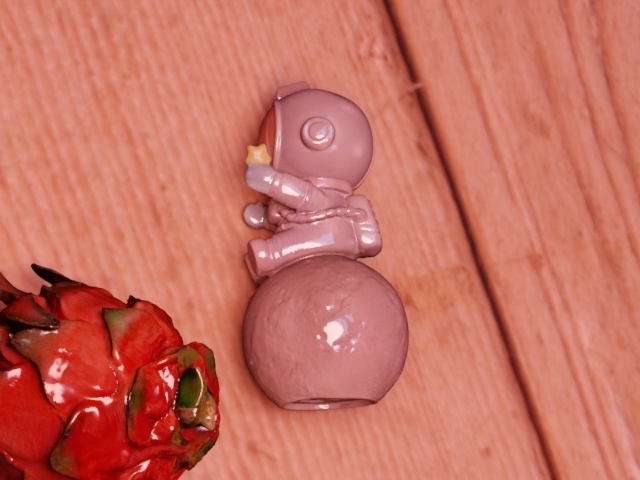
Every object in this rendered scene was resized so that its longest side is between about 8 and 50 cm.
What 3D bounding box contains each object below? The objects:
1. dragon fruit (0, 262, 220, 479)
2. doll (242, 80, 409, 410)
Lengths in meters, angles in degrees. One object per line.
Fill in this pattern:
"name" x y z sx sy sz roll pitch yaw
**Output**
"dragon fruit" -0.199 0.117 1.475 0.192 0.274 0.193 -45 142 -48
"doll" 0.000 0.000 1.614 0.151 0.151 0.287 2 75 -23
